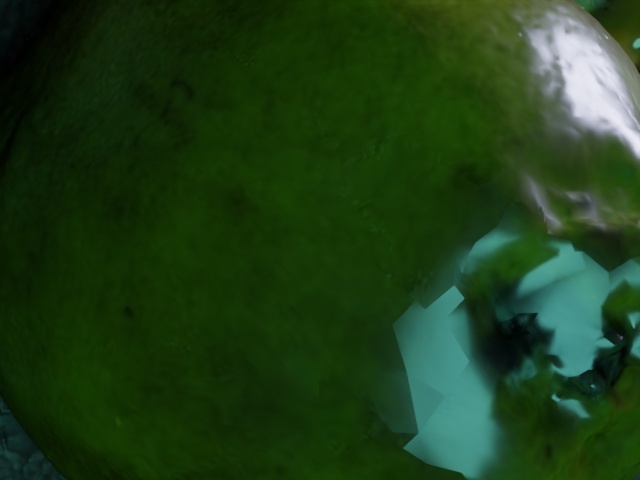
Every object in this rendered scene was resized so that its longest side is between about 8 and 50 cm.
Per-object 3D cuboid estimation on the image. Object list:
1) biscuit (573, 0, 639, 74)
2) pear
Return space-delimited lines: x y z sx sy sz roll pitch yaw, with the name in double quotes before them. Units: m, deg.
"biscuit" 0.155 -0.170 0.979 0.296 0.102 0.296 -12 117 -24
"pear" 0.000 0.000 0.793 0.352 0.413 0.352 -24 127 -35
